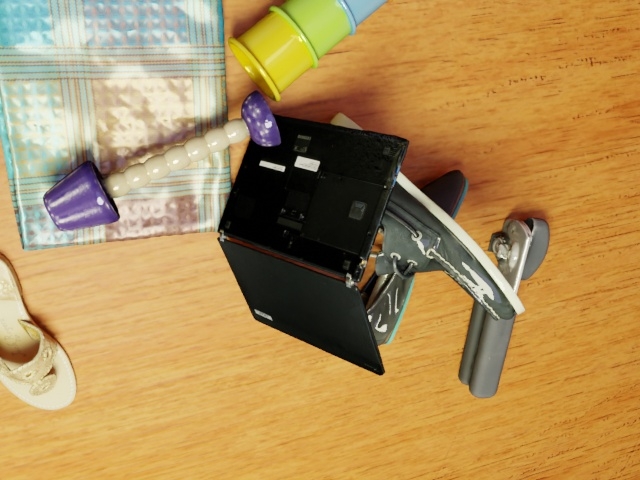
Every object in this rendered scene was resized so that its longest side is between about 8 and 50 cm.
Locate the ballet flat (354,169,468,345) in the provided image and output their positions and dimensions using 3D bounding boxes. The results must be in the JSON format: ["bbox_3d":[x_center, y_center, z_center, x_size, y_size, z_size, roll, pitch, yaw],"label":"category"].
[{"bbox_3d":[0.106,0.019,0.961,0.096,0.095,0.281,22,100,-13],"label":"ballet flat"}]

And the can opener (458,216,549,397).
[{"bbox_3d":[0.287,0.103,1.051,0.095,0.076,0.284,3,108,-17],"label":"can opener"}]

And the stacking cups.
[{"bbox_3d":[0.035,-0.306,0.830,0.316,0.096,0.096,-42,114,-2],"label":"stacking cups"}]

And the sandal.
[{"bbox_3d":[-0.379,0.133,0.854,0.088,0.079,0.240,-21,113,-10],"label":"sandal"}]

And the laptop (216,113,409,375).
[{"bbox_3d":[0.000,0.000,0.860,0.136,0.234,0.265,23,86,-52],"label":"laptop"}]

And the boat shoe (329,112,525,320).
[{"bbox_3d":[0.098,-0.010,0.853,0.113,0.127,0.340,-43,76,2],"label":"boat shoe"}]

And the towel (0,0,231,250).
[{"bbox_3d":[-0.244,-0.175,0.816,0.271,0.040,0.370,-6,110,-14],"label":"towel"}]

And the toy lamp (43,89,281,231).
[{"bbox_3d":[-0.184,-0.089,0.807,0.274,0.080,0.080,-25,113,-10],"label":"toy lamp"}]
